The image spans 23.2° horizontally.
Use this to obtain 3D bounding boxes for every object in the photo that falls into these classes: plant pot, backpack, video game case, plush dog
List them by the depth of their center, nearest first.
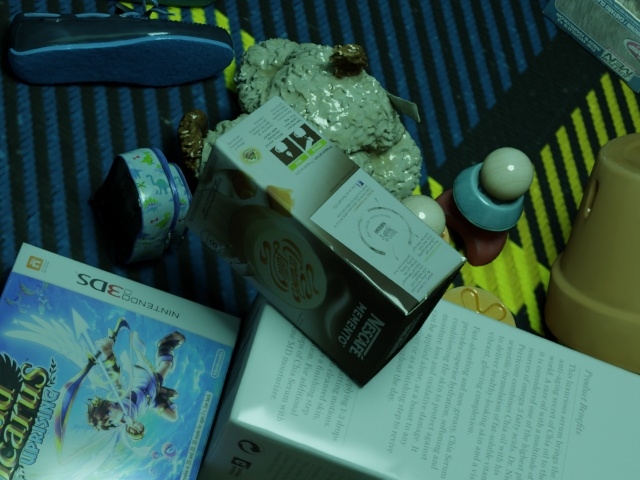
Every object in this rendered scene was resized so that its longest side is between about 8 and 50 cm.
[{"bbox_3d":[-0.230,0.160,1.568,0.244,0.061,0.269,19,56,-7],"label":"video game case"},{"bbox_3d":[-0.186,-0.043,1.674,0.084,0.114,0.105,-13,65,-26],"label":"backpack"},{"bbox_3d":[0.401,0.003,1.724,0.291,0.203,0.291,1,22,-1],"label":"plant pot"},{"bbox_3d":[-0.033,-0.104,1.742,0.262,0.210,0.225,41,79,7],"label":"plush dog"}]

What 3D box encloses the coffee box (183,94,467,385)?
[{"bbox_3d":[0.000,0.000,1.506,0.246,0.141,0.098,41,54,11],"label":"coffee box"}]

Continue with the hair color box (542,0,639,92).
[{"bbox_3d":[0.474,-0.369,2.121,0.174,0.105,0.347,41,56,8],"label":"hair color box"}]

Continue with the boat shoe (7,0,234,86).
[{"bbox_3d":[-0.226,-0.239,1.787,0.258,0.109,0.089,1,56,-22],"label":"boat shoe"}]

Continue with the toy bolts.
[{"bbox_3d":[0.172,0.004,1.749,0.218,0.158,0.228,39,55,6],"label":"toy bolts"}]

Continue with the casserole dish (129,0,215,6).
[{"bbox_3d":[-0.198,-0.332,1.896,0.188,0.037,0.114,3,59,-19],"label":"casserole dish"}]

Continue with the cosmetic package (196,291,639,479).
[{"bbox_3d":[0.126,0.202,1.608,0.453,0.161,0.230,22,54,-5],"label":"cosmetic package"}]
